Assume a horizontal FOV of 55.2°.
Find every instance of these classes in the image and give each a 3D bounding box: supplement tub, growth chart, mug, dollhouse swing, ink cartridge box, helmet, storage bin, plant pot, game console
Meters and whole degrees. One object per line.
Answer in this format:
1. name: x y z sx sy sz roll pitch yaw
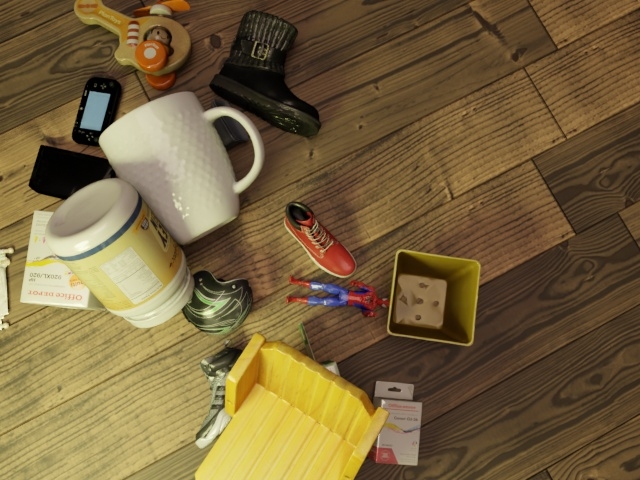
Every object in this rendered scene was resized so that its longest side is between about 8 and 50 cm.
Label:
1. supplement tub: -0.459 0.036 1.441 0.228 0.316 0.228 -16 41 14
2. growth chart: -0.908 0.139 1.631 0.172 0.021 0.237 -3 81 -2
3. mug: -0.319 -0.190 1.562 0.374 0.276 0.328 -28 93 11
4. dollhouse swing: -0.093 0.460 1.354 0.347 0.315 0.305 30 53 14
5. ink cartridge box: -0.640 0.057 1.578 0.171 0.168 0.232 5 82 -2
6. helmet: -0.260 0.161 1.580 0.162 0.169 0.169 24 81 18
7. storage bin: -0.275 -0.309 1.696 0.091 0.098 0.135 -32 83 21
8. plant pot: 0.274 0.153 1.586 0.212 0.187 0.212 8 81 -1
9. ink cartridge box: 0.195 0.470 1.583 0.115 0.067 0.198 8 81 -13
10. ink cartridge box: 0.005 0.315 1.559 0.056 0.171 0.235 -15 81 -8
11. game console: -0.655 -0.285 1.696 0.213 0.044 0.361 12 80 0

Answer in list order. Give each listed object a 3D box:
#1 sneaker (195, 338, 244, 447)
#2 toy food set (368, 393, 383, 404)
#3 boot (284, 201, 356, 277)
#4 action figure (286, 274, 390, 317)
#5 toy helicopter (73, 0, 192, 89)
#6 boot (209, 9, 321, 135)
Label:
1. sneaker: -0.268 0.387 1.578 0.153 0.101 0.268 35 76 4
2. toy food set: 0.129 0.453 1.617 0.122 0.019 0.078 -43 85 -8
3. boot: 0.000 0.000 1.607 0.244 0.176 0.088 42 80 3
4. action figure: 0.053 0.147 1.609 0.280 0.139 0.091 8 82 -3
5. toy helicopter: -0.518 -0.600 1.707 0.355 0.140 0.235 28 79 5
6. boot: -0.111 -0.469 1.699 0.348 0.131 0.260 28 81 3
